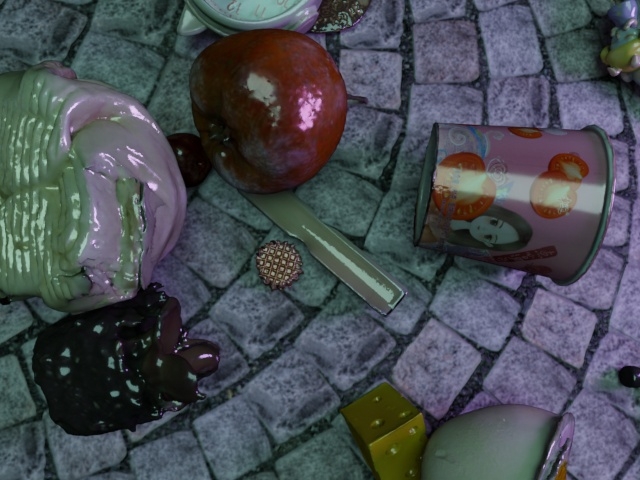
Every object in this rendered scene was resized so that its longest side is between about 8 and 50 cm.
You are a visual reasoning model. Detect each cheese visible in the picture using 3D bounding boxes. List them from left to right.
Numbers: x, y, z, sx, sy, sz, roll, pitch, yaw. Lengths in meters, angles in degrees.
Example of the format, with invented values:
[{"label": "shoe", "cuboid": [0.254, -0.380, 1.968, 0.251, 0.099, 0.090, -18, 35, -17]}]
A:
[{"label": "cheese", "cuboid": [0.117, 0.327, 0.799, 0.093, 0.126, 0.171, -26, 104, -13]}]

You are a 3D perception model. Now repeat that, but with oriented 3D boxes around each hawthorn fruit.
[{"label": "hawthorn fruit", "cuboid": [-0.074, -0.205, 0.774, 0.231, 0.235, 0.263, 22, 74, 7]}]

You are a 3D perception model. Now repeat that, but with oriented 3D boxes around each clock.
[{"label": "clock", "cuboid": [-0.102, -0.448, 0.841, 0.265, 0.108, 0.324, 27, 95, -2]}]

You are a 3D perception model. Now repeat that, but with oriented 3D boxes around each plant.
[{"label": "plant", "cuboid": [-0.261, 0.163, 0.736, 0.234, 0.204, 0.178, -19, 94, 4]}]

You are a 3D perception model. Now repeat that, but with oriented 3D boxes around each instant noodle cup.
[{"label": "instant noodle cup", "cuboid": [0.270, -0.068, 0.790, 0.231, 0.243, 0.243, 9, 82, 4]}]

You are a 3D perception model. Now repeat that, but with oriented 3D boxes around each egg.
[{"label": "egg", "cuboid": [0.245, 0.344, 0.748, 0.174, 0.286, 0.264, 19, 71, 37]}]

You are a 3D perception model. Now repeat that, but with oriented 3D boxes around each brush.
[{"label": "brush", "cuboid": [0.000, 0.000, 0.850, 0.321, 0.050, 0.060, 41, 84, 10]}]

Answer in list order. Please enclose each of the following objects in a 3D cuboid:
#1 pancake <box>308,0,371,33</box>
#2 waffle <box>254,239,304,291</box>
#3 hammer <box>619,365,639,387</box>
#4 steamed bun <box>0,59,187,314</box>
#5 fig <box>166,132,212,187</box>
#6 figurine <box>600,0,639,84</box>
[{"label": "pancake", "cuboid": [-0.004, -0.449, 0.918, 0.199, 0.021, 0.199, 0, 83, -4]}, {"label": "waffle", "cuboid": [-0.066, 0.040, 0.844, 0.075, 0.029, 0.083, -23, 88, -4]}, {"label": "hammer", "cuboid": [0.563, 0.423, 0.833, 0.168, 0.044, 0.440, 5, 83, -2]}, {"label": "steamed bun", "cuboid": [-0.335, -0.055, 0.741, 0.394, 0.237, 0.347, 48, 114, 21]}, {"label": "fig", "cuboid": [-0.238, -0.134, 0.840, 0.125, 0.089, 0.089, 17, 80, 27]}, {"label": "figurine", "cuboid": [0.571, -0.312, 0.891, 0.155, 0.127, 0.236, -2, 85, -23]}]
